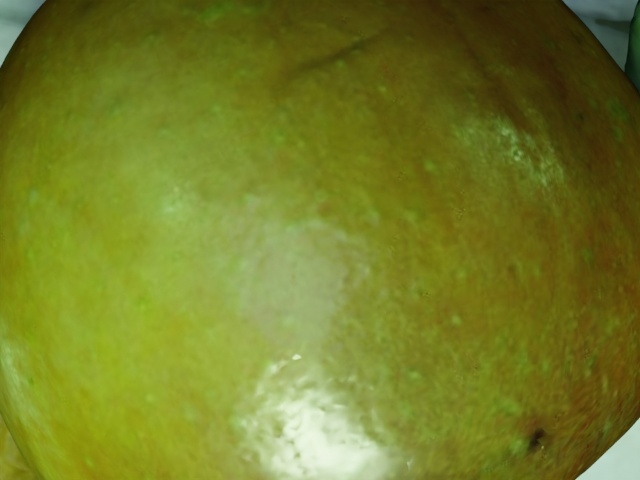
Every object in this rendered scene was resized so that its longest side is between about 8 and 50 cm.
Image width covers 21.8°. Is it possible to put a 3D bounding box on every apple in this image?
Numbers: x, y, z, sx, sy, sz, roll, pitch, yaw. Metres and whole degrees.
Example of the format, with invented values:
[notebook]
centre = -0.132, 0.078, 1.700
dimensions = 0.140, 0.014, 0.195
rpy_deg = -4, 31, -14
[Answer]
[apple]
centre = 0.000, 0.000, 0.539
dimensions = 0.237, 0.237, 0.207
rpy_deg = -23, 88, -3

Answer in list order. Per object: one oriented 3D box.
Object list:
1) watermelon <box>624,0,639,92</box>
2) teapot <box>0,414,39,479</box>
[watermelon]
centre = 0.211, 0.047, 0.555
dimensions = 0.250, 0.292, 0.283
rpy_deg = 11, 98, 15
[teapot]
centre = -0.195, 0.118, 0.562
dimensions = 0.203, 0.167, 0.311
rpy_deg = 0, 78, -48
